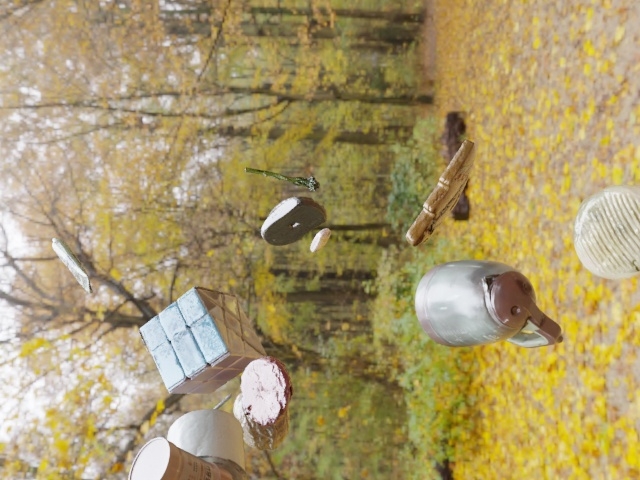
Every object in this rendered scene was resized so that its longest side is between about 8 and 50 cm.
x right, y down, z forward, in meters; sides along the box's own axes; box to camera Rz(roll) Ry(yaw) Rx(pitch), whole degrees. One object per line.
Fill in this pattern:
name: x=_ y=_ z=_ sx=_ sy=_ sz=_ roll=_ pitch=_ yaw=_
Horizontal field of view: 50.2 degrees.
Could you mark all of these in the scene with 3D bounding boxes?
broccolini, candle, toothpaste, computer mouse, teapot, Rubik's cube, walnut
broccolini: x=-0.108 y=-0.175 z=1.939 sx=0.044 sy=0.218 sz=0.042 roll=-68 pitch=-13 yaw=-78
candle: x=-0.304 y=0.585 z=1.809 sx=0.342 sy=0.221 sz=0.221 roll=-107 pitch=14 yaw=-60
toothpaste: x=-0.683 y=0.058 z=1.876 sx=0.233 sy=0.038 sz=0.060 roll=41 pitch=140 yaw=34
computer mouse: x=-0.091 y=-0.076 z=2.269 sx=0.270 sy=0.138 sz=0.086 roll=-32 pitch=41 yaw=39
teapot: x=0.450 y=0.183 z=1.766 sx=0.233 sy=0.315 sz=0.312 roll=-59 pitch=16 yaw=-18
Rubik's cube: x=-0.335 y=0.292 z=1.962 sx=0.231 sy=0.225 sz=0.221 roll=58 pitch=-166 yaw=23
walnut: x=-0.183 y=0.573 z=2.196 sx=0.178 sy=0.178 sz=0.230 roll=-72 pitch=-30 yaw=-73

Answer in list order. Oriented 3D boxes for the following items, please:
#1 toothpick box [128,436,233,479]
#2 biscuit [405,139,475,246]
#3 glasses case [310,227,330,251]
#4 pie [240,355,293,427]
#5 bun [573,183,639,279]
toothpick box: x=-0.231 y=0.403 z=1.143 sx=0.149 sy=0.098 sz=0.098 roll=41 pitch=-142 yaw=-34
biscuit: x=0.305 y=-0.111 z=1.650 sx=0.278 sy=0.043 sz=0.301 roll=-42 pitch=-21 yaw=-42
glasses case: x=0.000 y=0.000 z=1.503 sx=0.021 sy=0.032 sz=0.083 roll=52 pitch=148 yaw=16
pie: x=-0.118 y=0.324 z=1.476 sx=0.036 sy=0.154 sz=0.154 roll=10 pitch=-100 yaw=-50
bun: x=0.697 y=-0.028 z=1.580 sx=0.237 sy=0.210 sz=0.116 roll=-48 pitch=-16 yaw=31
